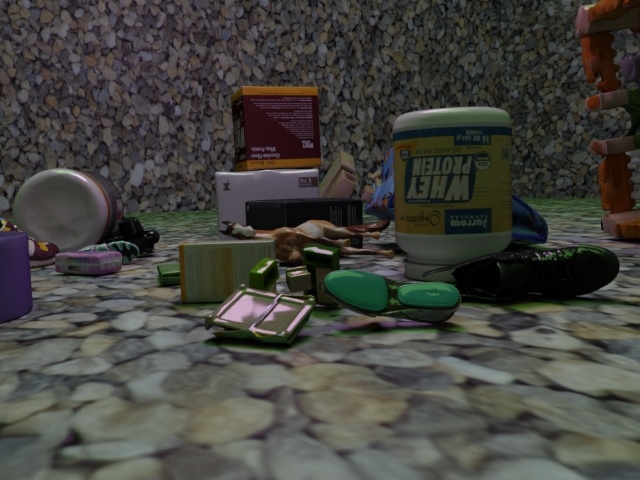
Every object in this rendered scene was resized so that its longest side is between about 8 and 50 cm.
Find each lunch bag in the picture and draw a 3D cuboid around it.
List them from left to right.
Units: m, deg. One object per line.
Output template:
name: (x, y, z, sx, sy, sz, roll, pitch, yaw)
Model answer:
lunch bag: (0.250, -0.064, 1.078, 0.293, 0.138, 0.221, 20, -1, -5)

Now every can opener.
can opener: (-0.348, -0.003, 1.127, 0.059, 0.073, 0.186, -15, 3, -33)

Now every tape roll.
tape roll: (-0.382, 0.037, 0.586, 0.188, 0.080, 0.189, -2, 6, 0)

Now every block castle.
block castle: (0.598, -0.214, 0.982, 0.212, 0.454, 0.303, -10, 5, -3)

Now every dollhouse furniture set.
dollhouse furniture set: (-0.030, 0.060, 0.525, 0.076, 0.059, 0.152, 8, 28, 22)
dollhouse furniture set: (0.144, -0.093, 1.886, 0.303, 0.198, 0.286, 28, 24, -12)

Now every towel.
towel: (-0.138, 0.040, 0.814, 0.152, 0.023, 0.113, -6, 4, -17)

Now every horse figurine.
horse figurine: (0.000, 0.000, 0.937, 0.174, 0.066, 0.263, 9, 12, 39)

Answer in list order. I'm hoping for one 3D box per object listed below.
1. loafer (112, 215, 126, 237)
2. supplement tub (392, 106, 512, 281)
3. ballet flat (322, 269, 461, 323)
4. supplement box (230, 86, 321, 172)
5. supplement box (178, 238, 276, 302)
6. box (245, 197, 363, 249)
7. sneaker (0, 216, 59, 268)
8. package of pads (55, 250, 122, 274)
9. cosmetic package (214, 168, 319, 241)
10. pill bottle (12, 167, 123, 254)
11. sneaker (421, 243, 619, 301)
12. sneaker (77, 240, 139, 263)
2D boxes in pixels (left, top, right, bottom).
loafer: (-0.520, -0.019, 1.406, 0.061, 0.062, 0.170, -24, -9, 28)
supplement tub: (0.163, -0.057, 0.754, 0.144, 0.200, 0.144, -2, 5, 0)
ballet flat: (0.057, 0.051, 0.508, 0.114, 0.041, 0.041, 7, 6, 2)
supplement box: (-0.112, -0.271, 1.512, 0.191, 0.194, 0.129, -5, 4, -21)
supplement box: (-0.096, 0.031, 0.643, 0.098, 0.062, 0.036, -1, 4, -1)
box: (-0.031, -0.029, 1.091, 0.158, 0.093, 0.156, -4, 6, -31)
sneaker: (-0.481, 0.003, 0.954, 0.069, 0.084, 0.185, 0, 6, 14)
package of pads: (-0.333, 0.032, 0.879, 0.083, 0.032, 0.050, 0, 3, 22)
cosmetic package: (-0.113, -0.084, 1.403, 0.217, 0.156, 0.385, -2, 6, -1)
pill bottle: (-0.476, -0.058, 1.193, 0.162, 0.162, 0.278, -3, 5, -8)
sneaker: (0.192, 0.035, 0.592, 0.170, 0.051, 0.089, -4, 3, 33)
sneaker: (-0.347, 0.019, 0.982, 0.098, 0.038, 0.069, -4, 7, -27)
